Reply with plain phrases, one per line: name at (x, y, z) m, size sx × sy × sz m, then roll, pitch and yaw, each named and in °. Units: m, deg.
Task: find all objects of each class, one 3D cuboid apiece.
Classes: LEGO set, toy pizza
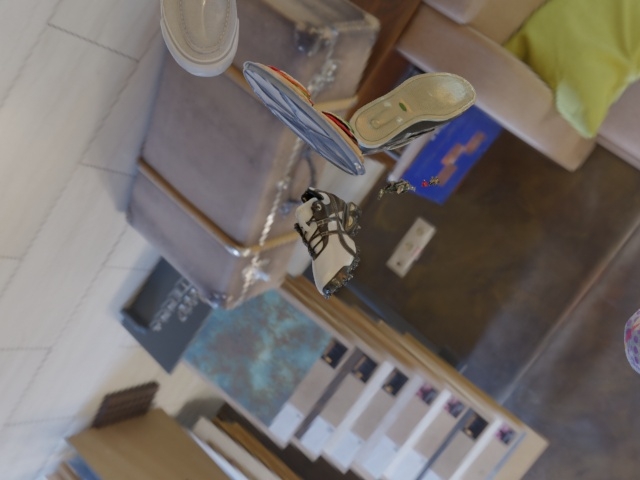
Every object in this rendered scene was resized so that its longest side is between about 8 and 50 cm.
LEGO set at (0.113, -0.075, 1.133) m, size 0.083 × 0.023 × 0.054 m, roll -16°, pitch -175°, yaw -1°
toy pizza at (-0.015, -0.155, 1.074) m, size 0.032 × 0.201 × 0.201 m, roll -48°, pitch 155°, yaw -4°

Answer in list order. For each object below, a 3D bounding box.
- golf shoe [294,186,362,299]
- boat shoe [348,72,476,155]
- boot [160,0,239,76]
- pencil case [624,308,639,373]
golf shoe at (0.000, 0.000, 1.145) m, size 0.077 × 0.094 × 0.198 m, roll -47°, pitch -160°, yaw 25°
boat shoe at (0.134, -0.192, 1.324) m, size 0.233 × 0.084 × 0.079 m, roll -25°, pitch 167°, yaw -23°
boot at (-0.142, -0.327, 0.994) m, size 0.095 × 0.258 × 0.123 m, roll -5°, pitch 160°, yaw -11°
pencil case at (0.454, 0.144, 0.957) m, size 0.124 × 0.273 × 0.114 m, roll 9°, pitch 99°, yaw -15°
